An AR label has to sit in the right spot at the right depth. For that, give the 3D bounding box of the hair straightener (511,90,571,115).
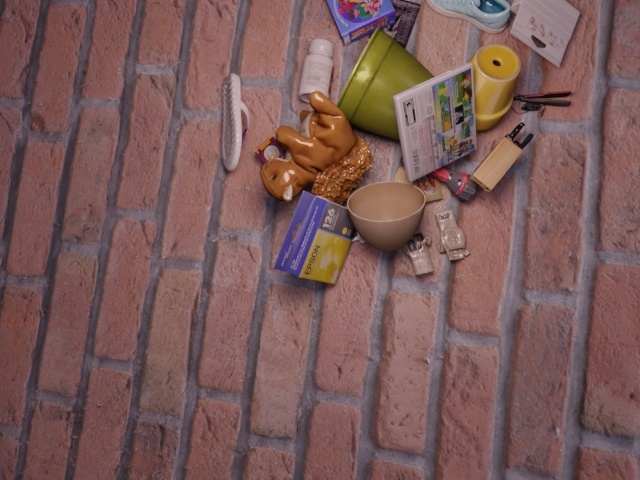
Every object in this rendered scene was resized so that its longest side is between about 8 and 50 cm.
[{"bbox_3d":[0.856,-0.535,1.648,0.230,0.047,0.089,2,86,8],"label":"hair straightener"}]

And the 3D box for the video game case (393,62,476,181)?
[{"bbox_3d":[0.413,-0.407,1.484,0.299,0.036,0.329,-26,128,-9],"label":"video game case"}]

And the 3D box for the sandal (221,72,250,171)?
[{"bbox_3d":[-0.343,-0.497,1.767,0.102,0.169,0.418,2,84,-33],"label":"sandal"}]

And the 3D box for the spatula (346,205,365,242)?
[{"bbox_3d":[0.099,-0.051,1.723,0.241,0.019,0.169,-22,84,5],"label":"spatula"}]

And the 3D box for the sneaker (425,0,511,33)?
[{"bbox_3d":[0.587,-0.960,1.663,0.365,0.150,0.135,26,88,8],"label":"sneaker"}]

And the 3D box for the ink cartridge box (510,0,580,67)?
[{"bbox_3d":[0.841,-0.825,1.609,0.274,0.060,0.239,22,89,-20],"label":"ink cartridge box"}]

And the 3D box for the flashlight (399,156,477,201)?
[{"bbox_3d":[0.454,-0.259,1.631,0.303,0.103,0.103,26,82,-2],"label":"flashlight"}]

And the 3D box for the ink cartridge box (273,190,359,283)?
[{"bbox_3d":[0.000,0.000,1.585,0.072,0.307,0.304,25,96,38],"label":"ink cartridge box"}]

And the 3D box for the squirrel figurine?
[{"bbox_3d":[-0.020,-0.275,1.582,0.396,0.281,0.371,37,83,-18],"label":"squirrel figurine"}]

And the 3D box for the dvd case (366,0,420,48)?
[{"bbox_3d":[0.304,-0.901,1.762,0.164,0.018,0.222,19,88,8],"label":"dvd case"}]

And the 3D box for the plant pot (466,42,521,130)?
[{"bbox_3d":[0.610,-0.580,1.560,0.253,0.239,0.254,1,72,-2],"label":"plant pot"}]

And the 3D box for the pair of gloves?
[{"bbox_3d":[0.446,0.008,1.664,0.239,0.042,0.204,-23,80,3],"label":"pair of gloves"}]

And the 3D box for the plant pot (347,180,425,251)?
[{"bbox_3d":[0.250,-0.072,1.589,0.283,0.284,0.191,-5,125,7],"label":"plant pot"}]

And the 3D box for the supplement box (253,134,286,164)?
[{"bbox_3d":[-0.173,-0.328,1.747,0.104,0.081,0.188,-41,82,2],"label":"supplement box"}]

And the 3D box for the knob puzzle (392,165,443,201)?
[{"bbox_3d":[0.378,-0.232,1.685,0.212,0.030,0.214,1,81,-5],"label":"knob puzzle"}]

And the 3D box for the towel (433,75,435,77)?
[{"bbox_3d":[0.462,-0.605,1.714,0.067,0.029,0.120,-29,82,4],"label":"towel"}]

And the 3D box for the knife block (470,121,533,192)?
[{"bbox_3d":[0.682,-0.318,1.564,0.088,0.275,0.242,40,121,9],"label":"knife block"}]

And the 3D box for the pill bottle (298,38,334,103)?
[{"bbox_3d":[-0.011,-0.691,1.729,0.131,0.131,0.230,9,87,8],"label":"pill bottle"}]

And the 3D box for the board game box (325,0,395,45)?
[{"bbox_3d":[0.138,-1.026,1.751,0.233,0.078,0.348,-21,81,8],"label":"board game box"}]

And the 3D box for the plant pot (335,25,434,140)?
[{"bbox_3d":[0.280,-0.543,1.595,0.352,0.366,0.367,28,90,-3],"label":"plant pot"}]
